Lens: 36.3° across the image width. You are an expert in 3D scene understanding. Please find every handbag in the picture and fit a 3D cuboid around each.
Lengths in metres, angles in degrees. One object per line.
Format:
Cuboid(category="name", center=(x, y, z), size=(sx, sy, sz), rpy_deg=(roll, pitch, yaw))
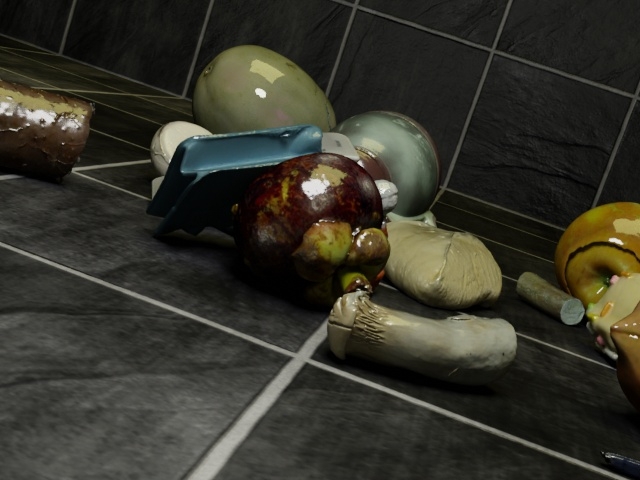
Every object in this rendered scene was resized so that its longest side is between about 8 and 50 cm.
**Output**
Cuboid(category="handbag", center=(-0.106, -0.075, 1.296), size=(0.229, 0.179, 0.062), rpy_deg=(-11, 66, -35))

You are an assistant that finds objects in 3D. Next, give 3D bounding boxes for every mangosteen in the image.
Cuboid(category="mangosteen", center=(0.000, 0.000, 1.201), size=(0.192, 0.192, 0.217), rpy_deg=(6, 47, -51))

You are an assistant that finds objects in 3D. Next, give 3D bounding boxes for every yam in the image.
Cuboid(category="yam", center=(-0.466, -0.166, 1.357), size=(0.279, 0.131, 0.131), rpy_deg=(11, 12, -27))
Cuboid(category="yam", center=(0.391, 0.100, 1.674), size=(0.054, 0.054, 0.132), rpy_deg=(12, 13, -32))

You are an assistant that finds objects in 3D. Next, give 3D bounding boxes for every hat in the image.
Cuboid(category="hat", center=(0.059, -0.012, 1.357), size=(0.112, 0.162, 0.093), rpy_deg=(4, 20, -42))

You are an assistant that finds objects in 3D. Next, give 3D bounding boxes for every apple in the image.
Cuboid(category="apple", center=(0.517, 0.050, 1.680), size=(0.207, 0.237, 0.237), rpy_deg=(-15, 30, -39))

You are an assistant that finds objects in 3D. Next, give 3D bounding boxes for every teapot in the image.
Cuboid(category="teapot", center=(0.108, -0.078, 1.755), size=(0.315, 0.233, 0.312), rpy_deg=(48, 20, 3))

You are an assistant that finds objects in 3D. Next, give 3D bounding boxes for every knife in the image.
Cuboid(category="knife", center=(0.329, 0.230, 0.949), size=(0.121, 0.018, 0.031), rpy_deg=(17, 8, 3))

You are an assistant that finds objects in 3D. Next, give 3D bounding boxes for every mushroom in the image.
Cuboid(category="mushroom", center=(0.108, 0.107, 1.043), size=(0.223, 0.081, 0.092), rpy_deg=(10, 31, -29))

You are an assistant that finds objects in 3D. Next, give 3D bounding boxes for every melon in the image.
Cuboid(category="melon", center=(-0.115, -0.256, 2.072), size=(0.330, 0.268, 0.268), rpy_deg=(37, 1, -26))

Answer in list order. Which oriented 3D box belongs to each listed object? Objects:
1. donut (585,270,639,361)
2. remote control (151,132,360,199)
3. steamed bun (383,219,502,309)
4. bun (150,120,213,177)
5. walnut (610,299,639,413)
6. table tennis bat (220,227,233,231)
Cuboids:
Cuboid(category="donut", center=(0.604, 0.157, 1.454), size=(0.371, 0.150, 0.307), rpy_deg=(14, 11, -28))
Cuboid(category="remote control", center=(-0.098, -0.095, 1.476), size=(0.313, 0.055, 0.109), rpy_deg=(-15, 27, -3))
Cuboid(category="steamed bun", center=(0.191, 0.030, 1.529), size=(0.212, 0.110, 0.231), rpy_deg=(12, 14, -34))
Cuboid(category="bun", center=(-0.235, -0.132, 1.683), size=(0.138, 0.094, 0.138), rpy_deg=(19, 46, -21))
Cuboid(category="walnut", center=(0.466, 0.154, 1.140), size=(0.298, 0.203, 0.203), rpy_deg=(15, 10, -10))
Cuboid(category="table tennis bat", center=(-0.074, -0.057, 1.486), size=(0.215, 0.044, 0.329), rpy_deg=(-11, 31, -7))
